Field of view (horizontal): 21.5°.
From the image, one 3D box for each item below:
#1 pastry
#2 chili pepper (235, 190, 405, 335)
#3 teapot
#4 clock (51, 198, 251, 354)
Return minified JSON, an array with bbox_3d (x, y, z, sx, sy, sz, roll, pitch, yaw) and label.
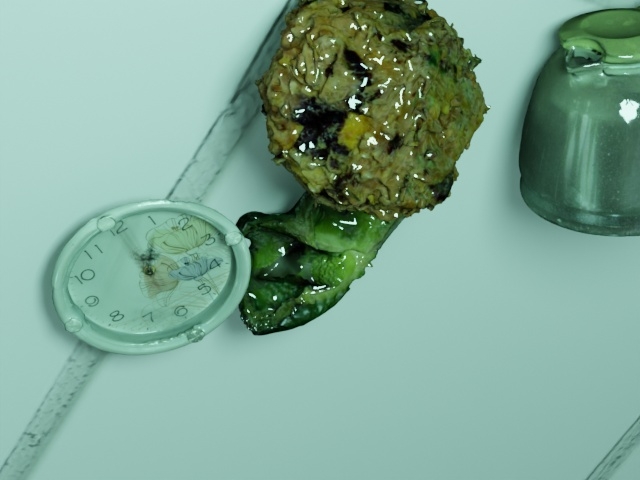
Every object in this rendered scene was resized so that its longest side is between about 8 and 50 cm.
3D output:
[{"bbox_3d":[0.068,-0.149,1.803,0.275,0.275,0.193,16,164,-39],"label":"pastry"},{"bbox_3d":[-0.006,-0.003,2.020,0.148,0.116,0.264,10,126,-50],"label":"chili pepper"},{"bbox_3d":[0.393,-0.161,1.991,0.321,0.239,0.239,-12,122,-12],"label":"teapot"},{"bbox_3d":[-0.199,0.035,1.969,0.236,0.053,0.236,-8,130,-10],"label":"clock"}]
